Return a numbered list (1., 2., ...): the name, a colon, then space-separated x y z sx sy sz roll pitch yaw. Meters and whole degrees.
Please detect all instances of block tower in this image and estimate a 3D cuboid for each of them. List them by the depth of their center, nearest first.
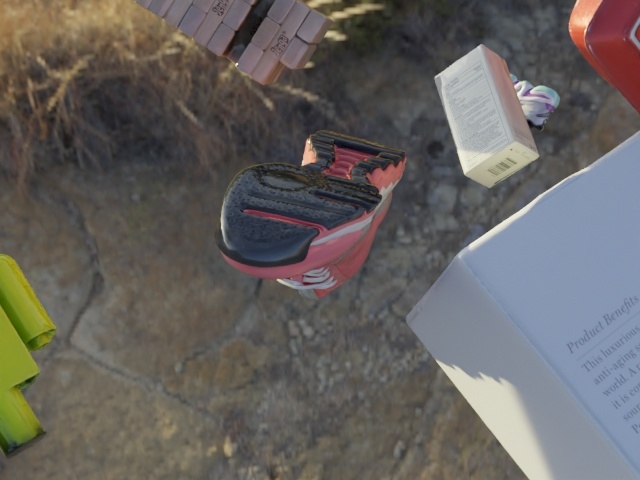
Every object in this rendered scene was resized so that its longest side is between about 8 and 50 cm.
1. block tower: -0.154 -0.275 1.182 0.335 0.091 0.097 33 10 0

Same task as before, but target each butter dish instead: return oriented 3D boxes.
1. butter dish: 0.279 -0.195 1.042 0.160 0.160 0.118 -57 33 -6

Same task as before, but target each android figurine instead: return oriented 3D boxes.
1. android figurine: -0.368 0.092 1.061 0.248 0.056 0.273 -31 81 -30

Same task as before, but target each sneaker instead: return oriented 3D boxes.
1. sneaker: 0.001 0.000 1.036 0.116 0.136 0.314 15 20 15
2. sneaker: 0.221 -0.153 1.375 0.098 0.038 0.069 24 86 35

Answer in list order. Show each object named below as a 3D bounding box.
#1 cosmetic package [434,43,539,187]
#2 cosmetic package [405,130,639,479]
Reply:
1. cosmetic package: 0.149 -0.112 1.074 0.060 0.041 0.115 -32 53 31
2. cosmetic package: 0.308 0.159 0.980 0.230 0.161 0.453 -32 78 -24
